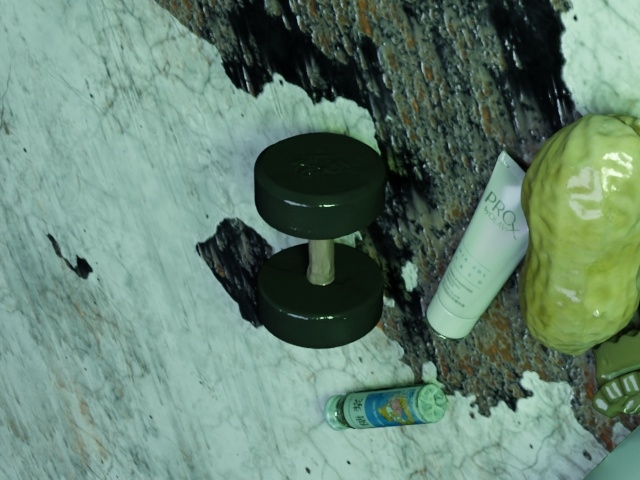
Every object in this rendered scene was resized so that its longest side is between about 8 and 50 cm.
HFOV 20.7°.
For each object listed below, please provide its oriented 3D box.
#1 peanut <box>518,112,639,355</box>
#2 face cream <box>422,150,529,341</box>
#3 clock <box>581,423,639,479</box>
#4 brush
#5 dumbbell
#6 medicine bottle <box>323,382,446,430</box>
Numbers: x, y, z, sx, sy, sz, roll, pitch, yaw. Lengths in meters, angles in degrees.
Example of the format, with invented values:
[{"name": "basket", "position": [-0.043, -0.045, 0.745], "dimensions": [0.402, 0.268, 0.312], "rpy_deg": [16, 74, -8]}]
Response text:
[{"name": "peanut", "position": [0.264, -0.002, 1.740], "dimensions": [0.149, 0.149, 0.313], "rpy_deg": [32, 142, 29]}, {"name": "face cream", "position": [0.183, 0.016, 1.913], "dimensions": [0.092, 0.058, 0.244], "rpy_deg": [46, 137, 21]}, {"name": "clock", "position": [0.305, 0.271, 1.846], "dimensions": [0.073, 0.193, 0.145], "rpy_deg": [45, 143, 12]}, {"name": "brush", "position": [0.385, 0.109, 1.729], "dimensions": [0.071, 0.084, 0.301], "rpy_deg": [24, 150, -30]}, {"name": "dumbbell", "position": [0.000, 0.000, 2.023], "dimensions": [0.152, 0.152, 0.218], "rpy_deg": [29, 136, 32]}, {"name": "medicine bottle", "position": [0.078, 0.208, 2.179], "dimensions": [0.191, 0.051, 0.051], "rpy_deg": [-14, 106, 53]}]
